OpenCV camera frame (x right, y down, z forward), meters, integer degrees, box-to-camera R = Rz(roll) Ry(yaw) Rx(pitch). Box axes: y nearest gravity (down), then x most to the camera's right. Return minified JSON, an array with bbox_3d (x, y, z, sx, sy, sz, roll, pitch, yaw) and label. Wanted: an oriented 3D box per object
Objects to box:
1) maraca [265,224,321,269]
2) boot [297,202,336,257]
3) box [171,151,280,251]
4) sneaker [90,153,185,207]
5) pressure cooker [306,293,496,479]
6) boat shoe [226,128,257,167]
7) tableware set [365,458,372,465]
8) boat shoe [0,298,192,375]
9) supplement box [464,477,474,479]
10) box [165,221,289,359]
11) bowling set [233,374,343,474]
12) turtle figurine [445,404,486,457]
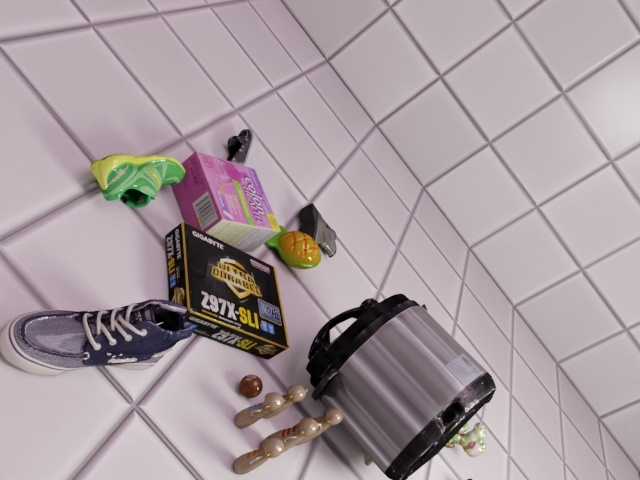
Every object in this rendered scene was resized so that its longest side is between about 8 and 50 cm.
[{"bbox_3d":[-0.082,0.018,2.031,0.185,0.099,0.127,32,35,2],"label":"maraca"},{"bbox_3d":[0.000,0.000,2.211,0.161,0.083,0.247,48,28,-28],"label":"boot"},{"bbox_3d":[-0.255,-0.098,1.842,0.243,0.117,0.214,12,49,-55],"label":"box"},{"bbox_3d":[-0.431,-0.139,1.636,0.295,0.109,0.124,-14,94,-65],"label":"sneaker"},{"bbox_3d":[0.185,0.340,1.748,0.420,0.375,0.370,45,-3,21],"label":"pressure cooker"},{"bbox_3d":[-0.255,-0.284,2.117,0.076,0.080,0.229,41,37,-30],"label":"boat shoe"},{"bbox_3d":[0.152,0.536,1.884,0.128,0.039,0.194,28,29,-24],"label":"tableware set"},{"bbox_3d":[-0.392,0.160,1.255,0.340,0.158,0.127,12,49,-55],"label":"boat shoe"},{"bbox_3d":[0.443,0.763,2.055,0.083,0.083,0.056,38,32,-33],"label":"supplement box"},{"bbox_3d":[-0.226,0.128,1.674,0.322,0.079,0.257,30,37,-42],"label":"box"},{"bbox_3d":[-0.097,0.372,1.513,0.200,0.154,0.287,61,26,11],"label":"bowling set"},{"bbox_3d":[0.441,0.553,2.135,0.266,0.197,0.275,46,55,-49],"label":"turtle figurine"}]
